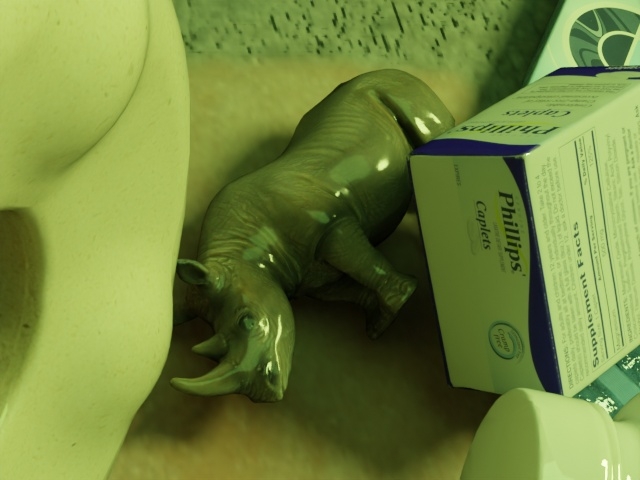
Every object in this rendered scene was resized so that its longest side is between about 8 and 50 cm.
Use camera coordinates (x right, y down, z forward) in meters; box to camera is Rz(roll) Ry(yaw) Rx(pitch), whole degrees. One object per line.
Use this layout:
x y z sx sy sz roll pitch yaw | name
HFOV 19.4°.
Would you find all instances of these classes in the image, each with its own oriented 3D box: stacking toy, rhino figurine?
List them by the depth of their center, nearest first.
-0.319 -0.017 0.715 0.480 0.350 0.350 18 49 14 | stacking toy
0.000 0.000 0.923 0.106 0.073 0.243 40 53 6 | rhino figurine

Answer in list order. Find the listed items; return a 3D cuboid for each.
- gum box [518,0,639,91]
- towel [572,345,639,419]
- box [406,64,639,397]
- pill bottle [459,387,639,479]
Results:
0.197 -0.079 1.075 0.157 0.041 0.184 27 51 -1 | gum box
0.152 0.076 0.952 0.119 0.029 0.067 -30 71 -35 | towel
0.117 -0.007 0.910 0.072 0.126 0.137 5 25 41 | box
0.203 0.147 0.840 0.272 0.152 0.152 14 52 -11 | pill bottle
